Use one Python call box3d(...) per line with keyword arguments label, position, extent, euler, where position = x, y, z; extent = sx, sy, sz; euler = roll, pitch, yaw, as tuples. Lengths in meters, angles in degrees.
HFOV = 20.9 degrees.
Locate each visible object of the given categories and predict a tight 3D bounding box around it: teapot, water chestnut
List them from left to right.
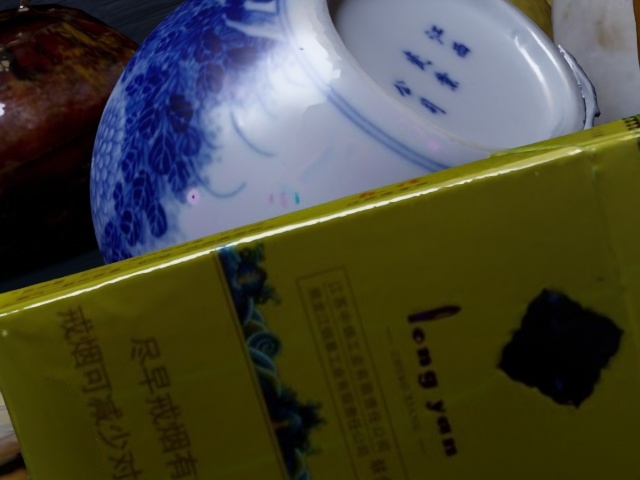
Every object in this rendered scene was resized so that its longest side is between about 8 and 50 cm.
box3d(label="water chestnut", position=(-0.318, -0.126, 1.636), extent=(0.350, 0.302, 0.350), euler=(-23, 14, 6))
box3d(label="teapot", position=(0.000, 0.000, 0.875), extent=(0.280, 0.252, 0.424), euler=(-56, 4, 38))

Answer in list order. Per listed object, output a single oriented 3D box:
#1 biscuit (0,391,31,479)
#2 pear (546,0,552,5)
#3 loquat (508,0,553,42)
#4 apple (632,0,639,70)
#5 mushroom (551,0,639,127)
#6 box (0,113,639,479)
box3d(label="biscuit", position=(-0.174, 0.106, 1.050), extent=(0.154, 0.045, 0.299), euler=(-16, 13, 21))
box3d(label="pear", position=(0.268, -0.257, 1.282), extent=(0.348, 0.348, 0.348), euler=(-18, 13, 4))
box3d(label="loquat", position=(0.055, -0.092, 1.162), extent=(0.244, 0.243, 0.244), euler=(-18, 13, 4))
box3d(label="apple", position=(0.291, -0.089, 0.545), extent=(0.400, 0.333, 0.400), euler=(-18, 14, 5))
box3d(label="mushroom", position=(0.248, -0.117, 1.029), extent=(0.244, 0.243, 0.243), euler=(-18, 13, 4))
box3d(label="box", position=(0.018, 0.060, 0.693), extent=(0.279, 0.153, 0.041), euler=(-16, 11, 5))
